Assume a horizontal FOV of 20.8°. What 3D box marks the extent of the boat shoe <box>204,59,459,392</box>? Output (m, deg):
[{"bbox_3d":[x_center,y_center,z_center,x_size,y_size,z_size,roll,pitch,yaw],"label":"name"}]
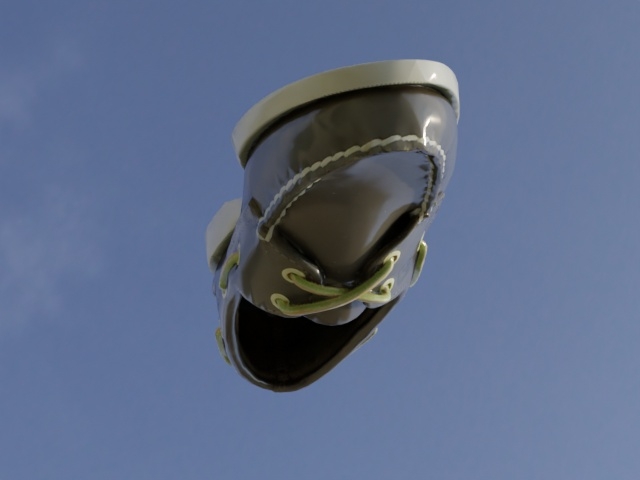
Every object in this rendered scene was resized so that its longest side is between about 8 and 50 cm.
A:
[{"bbox_3d":[0.005,0.000,0.863,0.109,0.091,0.305,-3,-17,-13],"label":"boat shoe"}]
